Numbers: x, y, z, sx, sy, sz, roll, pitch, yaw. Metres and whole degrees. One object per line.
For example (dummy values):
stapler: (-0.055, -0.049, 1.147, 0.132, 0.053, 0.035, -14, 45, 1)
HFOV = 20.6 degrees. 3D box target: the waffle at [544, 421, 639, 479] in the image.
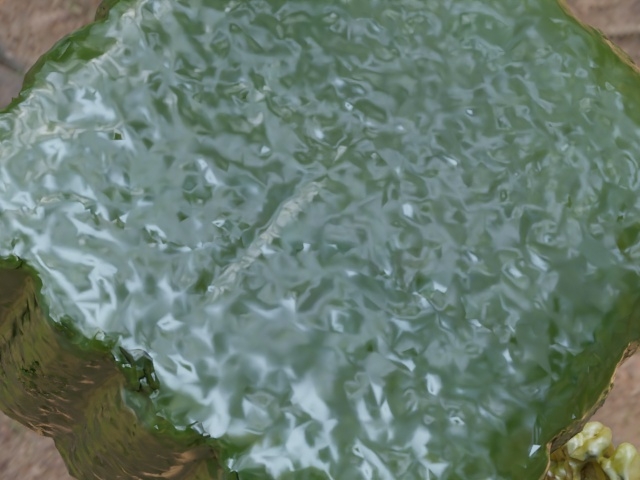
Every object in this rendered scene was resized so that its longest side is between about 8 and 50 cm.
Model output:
waffle: (0.175, 0.185, 1.020, 0.038, 0.191, 0.191, -29, 81, -19)

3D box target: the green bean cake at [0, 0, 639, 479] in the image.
green bean cake: (0.000, 0.000, 0.696, 0.247, 0.156, 0.250, 42, 65, 0)
